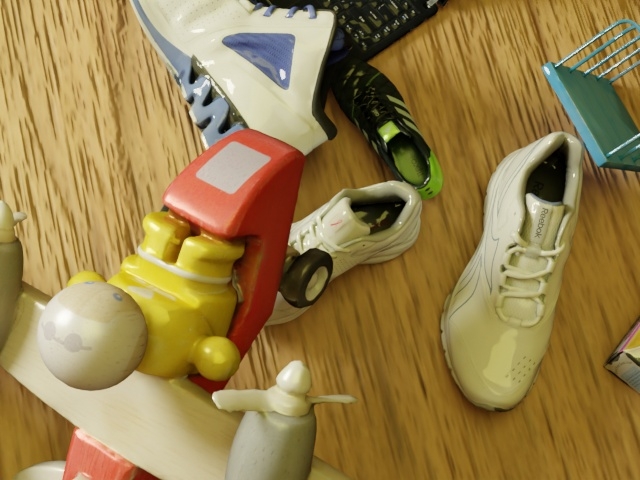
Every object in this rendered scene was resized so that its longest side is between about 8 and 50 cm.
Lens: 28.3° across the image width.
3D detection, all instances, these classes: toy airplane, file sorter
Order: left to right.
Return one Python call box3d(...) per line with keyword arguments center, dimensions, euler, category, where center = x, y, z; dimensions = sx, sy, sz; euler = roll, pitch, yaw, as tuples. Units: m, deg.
box3d(center=(-0.165, 0.117, 1.081), dimensions=(0.386, 0.272, 0.384), euler=(-18, 71, 14), category="toy airplane")
box3d(center=(0.325, -0.147, 1.289), dimensions=(0.104, 0.170, 0.118), euler=(-35, 72, 28), category="file sorter")

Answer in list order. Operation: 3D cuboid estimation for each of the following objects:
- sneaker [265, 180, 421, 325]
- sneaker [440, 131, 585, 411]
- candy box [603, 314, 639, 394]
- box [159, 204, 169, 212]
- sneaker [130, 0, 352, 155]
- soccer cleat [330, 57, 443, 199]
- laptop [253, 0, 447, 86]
box3d(center=(0.000, 0.000, 1.247), dimensions=(0.232, 0.115, 0.090), euler=(-32, 76, -15), category="sneaker")
box3d(center=(0.193, 0.022, 1.252), dimensions=(0.111, 0.129, 0.297), euler=(14, 71, -2), category="sneaker")
box3d(center=(0.427, 0.131, 1.265), dimensions=(0.233, 0.071, 0.159), euler=(37, 72, 9), category="candy box")
box3d(center=(-0.121, -0.011, 1.274), dimensions=(0.083, 0.052, 0.062), euler=(24, 69, 4), category="box")
box3d(center=(-0.072, -0.207, 1.297), dimensions=(0.182, 0.127, 0.315), euler=(-28, 82, -1), category="sneaker")
box3d(center=(0.068, -0.121, 1.311), dimensions=(0.060, 0.072, 0.179), euler=(-36, 80, 6), category="soccer cleat")
box3d(center=(0.038, -0.342, 1.362), dimensions=(0.264, 0.136, 0.234), euler=(-36, 77, -16), category="laptop")
